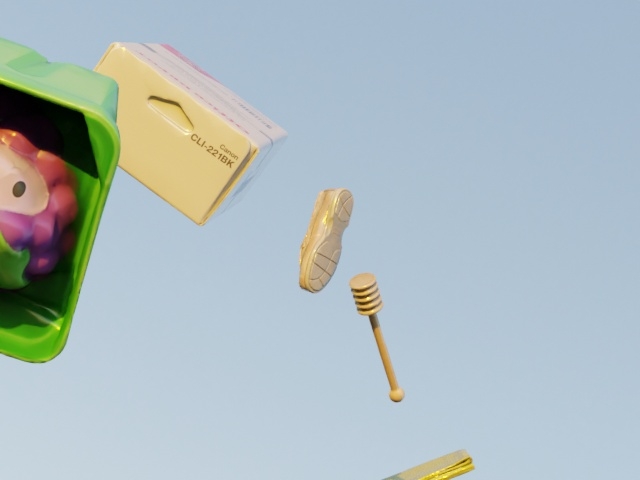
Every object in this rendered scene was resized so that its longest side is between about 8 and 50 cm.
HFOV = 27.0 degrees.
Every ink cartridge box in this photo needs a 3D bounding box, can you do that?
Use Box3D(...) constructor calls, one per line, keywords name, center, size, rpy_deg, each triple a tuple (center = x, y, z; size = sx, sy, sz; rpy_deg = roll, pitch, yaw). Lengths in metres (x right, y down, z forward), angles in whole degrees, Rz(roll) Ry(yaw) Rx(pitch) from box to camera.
Box3D(name="ink cartridge box", center=(-0.160, -0.130, 1.540), size=(0.197, 0.114, 0.273), rpy_deg=(36, 9, 0))

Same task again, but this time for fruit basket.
Box3D(name="fruit basket", center=(-0.362, -0.026, 1.047), size=(0.392, 0.392, 0.283), rpy_deg=(24, -62, 5))

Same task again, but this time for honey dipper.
Box3D(name="honey dipper", center=(0.064, 0.109, 1.429), size=(0.030, 0.030, 0.161), rpy_deg=(2, -58, 32))

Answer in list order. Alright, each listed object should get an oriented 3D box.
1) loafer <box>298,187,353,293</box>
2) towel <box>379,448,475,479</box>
Box3D(name="loafer", center=(0.000, 0.000, 1.464), size=(0.039, 0.125, 0.045), rpy_deg=(5, -23, 40))
Box3D(name="towel", center=(0.072, 0.304, 1.631), size=(0.102, 0.237, 0.021), rpy_deg=(-124, -166, -87))
